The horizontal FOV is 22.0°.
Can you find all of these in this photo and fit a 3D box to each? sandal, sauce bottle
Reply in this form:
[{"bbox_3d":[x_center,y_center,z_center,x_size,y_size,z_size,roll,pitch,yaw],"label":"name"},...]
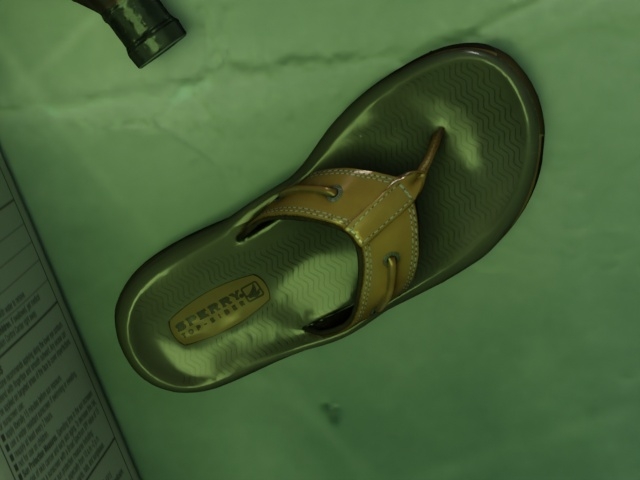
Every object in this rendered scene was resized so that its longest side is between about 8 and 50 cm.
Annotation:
[{"bbox_3d":[0.000,0.000,0.700,0.219,0.060,0.090,-29,98,14],"label":"sandal"},{"bbox_3d":[-0.103,-0.132,0.692,0.042,0.042,0.128,-37,96,15],"label":"sauce bottle"}]

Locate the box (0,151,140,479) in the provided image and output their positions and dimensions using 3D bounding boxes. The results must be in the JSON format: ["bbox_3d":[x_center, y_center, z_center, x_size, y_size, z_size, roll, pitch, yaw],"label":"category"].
[{"bbox_3d":[-0.169,0.089,0.705,0.121,0.148,0.311,-19,99,13],"label":"box"}]
